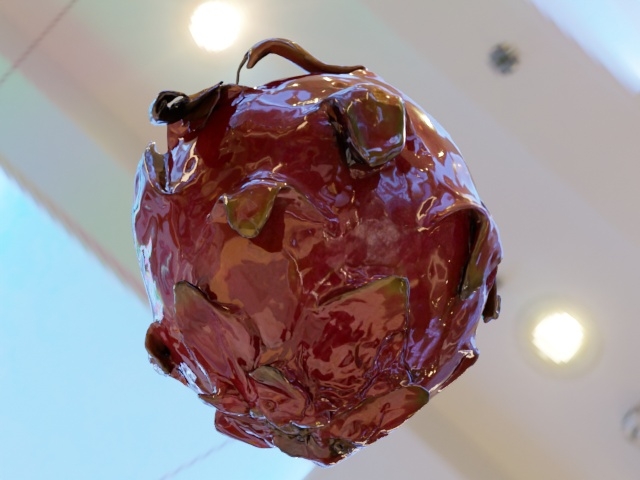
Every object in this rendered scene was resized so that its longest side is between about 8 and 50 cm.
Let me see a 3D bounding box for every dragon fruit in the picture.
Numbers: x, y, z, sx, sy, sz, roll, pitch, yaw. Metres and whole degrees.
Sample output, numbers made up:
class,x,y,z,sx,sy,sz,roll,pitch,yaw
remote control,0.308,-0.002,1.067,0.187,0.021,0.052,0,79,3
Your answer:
class,x,y,z,sx,sy,sz,roll,pitch,yaw
dragon fruit,0.000,0.000,0.639,0.133,0.166,0.136,-6,-58,-14
